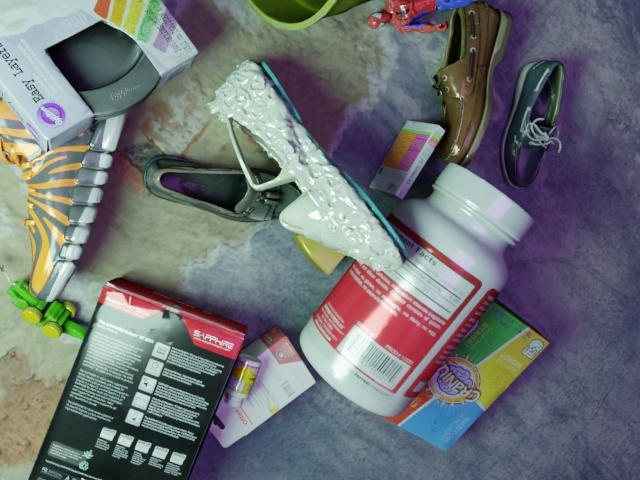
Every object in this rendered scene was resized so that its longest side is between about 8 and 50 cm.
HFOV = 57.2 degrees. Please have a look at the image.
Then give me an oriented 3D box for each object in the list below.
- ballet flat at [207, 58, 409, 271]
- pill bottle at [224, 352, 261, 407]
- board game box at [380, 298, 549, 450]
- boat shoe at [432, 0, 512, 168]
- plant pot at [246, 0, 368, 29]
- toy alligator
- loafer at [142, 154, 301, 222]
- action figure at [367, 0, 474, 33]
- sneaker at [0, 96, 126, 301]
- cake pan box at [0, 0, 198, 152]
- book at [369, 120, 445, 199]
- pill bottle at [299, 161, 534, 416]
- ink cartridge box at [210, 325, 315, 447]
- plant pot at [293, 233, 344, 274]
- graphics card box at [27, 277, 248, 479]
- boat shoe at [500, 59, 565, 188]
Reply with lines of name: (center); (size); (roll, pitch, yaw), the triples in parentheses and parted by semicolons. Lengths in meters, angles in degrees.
ballet flat: (-0.034, -0.095, 0.913); (0.147, 0.147, 0.408); (-34, 79, -12)
pill bottle: (-0.132, 0.235, 0.982); (0.043, 0.043, 0.083); (21, 91, -25)
board game box: (0.265, 0.251, 1.173); (0.242, 0.064, 0.316); (33, 103, -26)
boat shoe: (0.251, -0.283, 1.068); (0.105, 0.111, 0.307); (15, 84, -17)
plant pot: (0.081, -0.513, 0.832); (0.353, 0.367, 0.366); (-21, 110, -30)
toy alligator: (-0.439, 0.097, 0.893); (0.051, 0.056, 0.189); (-28, 119, 30)
loafer: (-0.149, -0.076, 0.953); (0.268, 0.084, 0.096); (8, 98, -24)
action figure: (0.213, -0.403, 0.967); (0.281, 0.139, 0.091); (-18, 117, 11)
sneaker: (-0.406, -0.082, 0.838); (0.180, 0.125, 0.320); (17, 84, -21)
cake pan box: (-0.335, -0.283, 0.781); (0.246, 0.070, 0.266); (-38, 98, -21)
book: (0.154, -0.145, 1.058); (0.035, 0.096, 0.144); (33, 88, -26)
pill bottle: (0.167, 0.079, 1.009); (0.229, 0.229, 0.407); (33, 99, -26)
ink cartridge box: (-0.124, 0.261, 1.052); (0.198, 0.067, 0.115); (-34, 111, -13)
plant pot: (0.000, 0.000, 1.039); (0.083, 0.081, 0.081); (41, 85, -15)
graphics card box: (-0.288, 0.269, 0.934); (0.233, 0.094, 0.370); (21, 92, -5)
boat shoe: (0.429, -0.227, 1.164); (0.095, 0.079, 0.254); (8, 99, -24)
